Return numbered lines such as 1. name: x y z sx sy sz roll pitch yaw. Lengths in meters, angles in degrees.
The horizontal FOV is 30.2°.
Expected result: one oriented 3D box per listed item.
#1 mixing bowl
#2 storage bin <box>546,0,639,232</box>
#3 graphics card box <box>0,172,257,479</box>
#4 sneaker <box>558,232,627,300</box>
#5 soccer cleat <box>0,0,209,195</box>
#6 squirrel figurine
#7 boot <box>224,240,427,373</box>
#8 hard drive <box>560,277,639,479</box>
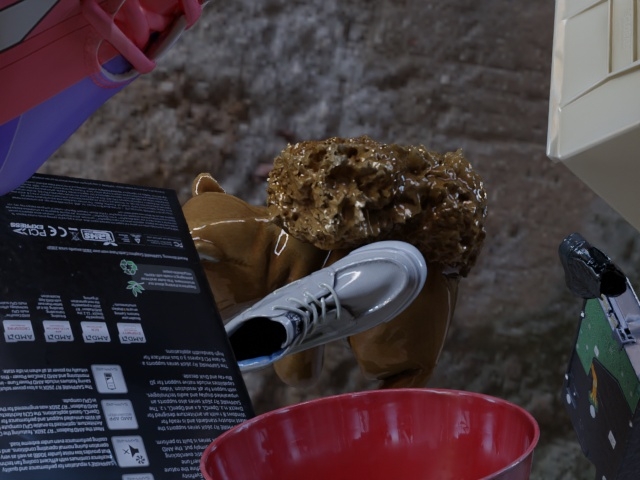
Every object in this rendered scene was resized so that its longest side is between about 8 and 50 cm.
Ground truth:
1. mixing bowl: 0.032 0.153 0.641 0.181 0.098 0.181 -7 10 1
2. storage bin: 0.346 -0.126 1.123 0.262 0.123 0.260 35 49 -30
3. graphics card box: -0.165 0.116 0.824 0.233 0.094 0.371 4 50 -39
4. sneaker: 0.345 0.048 1.476 0.089 0.051 0.170 48 -2 39
5. soccer cleat: -0.034 -0.111 0.337 0.095 0.248 0.083 30 -2 10
6. squirrel figurine: 0.000 0.000 1.518 0.370 0.397 0.281 21 39 -5
7. boot: -0.006 0.086 1.339 0.258 0.095 0.123 -29 1 24
8. hard drive: 0.477 0.243 1.920 0.064 0.339 0.237 -9 47 -7
